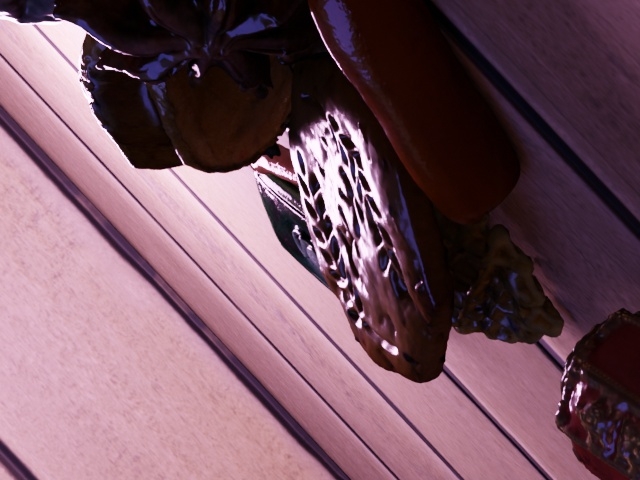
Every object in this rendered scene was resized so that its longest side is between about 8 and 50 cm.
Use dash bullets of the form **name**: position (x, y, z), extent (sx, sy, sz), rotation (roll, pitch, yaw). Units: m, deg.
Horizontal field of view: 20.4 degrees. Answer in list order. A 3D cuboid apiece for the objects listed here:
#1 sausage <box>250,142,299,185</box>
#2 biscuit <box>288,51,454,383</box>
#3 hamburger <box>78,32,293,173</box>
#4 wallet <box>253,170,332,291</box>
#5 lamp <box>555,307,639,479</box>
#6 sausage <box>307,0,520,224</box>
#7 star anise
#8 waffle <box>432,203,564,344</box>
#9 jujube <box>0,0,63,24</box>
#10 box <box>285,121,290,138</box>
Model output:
- **sausage**: position (-0.030, -0.082, 2.022), extent (0.043, 0.043, 0.186), rotation (55, 164, -30)
- **biscuit**: position (0.043, -0.024, 1.779), extent (0.359, 0.046, 0.359), rotation (161, 90, -74)
- **hamburger**: position (-0.149, -0.178, 1.898), extent (0.132, 0.211, 0.309), rotation (32, 159, 35)
- **wallet**: position (-0.002, 0.002, 2.306), extent (0.236, 0.055, 0.160), rotation (36, 156, 43)
- **lamp**: position (0.326, 0.165, 1.511), extent (0.274, 0.177, 0.177), rotation (36, 163, 45)
- **sausage**: position (0.085, -0.132, 1.556), extent (0.083, 0.089, 0.300), rotation (9, 141, 54)
- **star anise**: position (-0.107, -0.204, 1.661), extent (0.288, 0.288, 0.088), rotation (75, -168, -64)
- **waffle**: position (0.140, 0.036, 1.856), extent (0.223, 0.054, 0.204), rotation (4, 140, 48)
- **jujube**: position (-0.276, -0.338, 1.752), extent (0.308, 0.215, 0.246), rotation (-96, -8, -63)
- **box**: position (0.057, -0.061, 1.971), extent (0.247, 0.033, 0.129), rotation (30, 158, 51)
